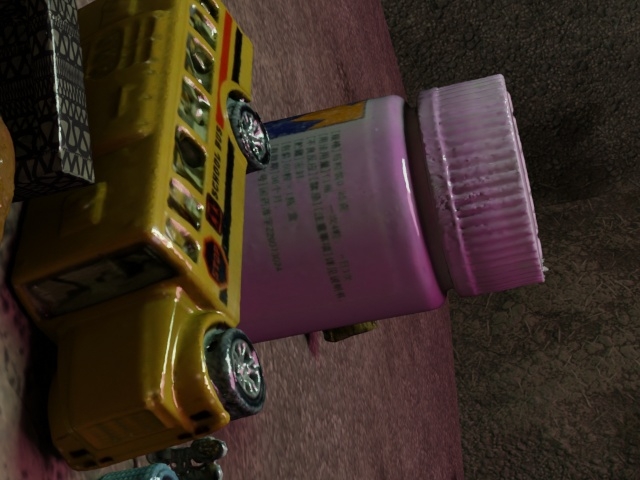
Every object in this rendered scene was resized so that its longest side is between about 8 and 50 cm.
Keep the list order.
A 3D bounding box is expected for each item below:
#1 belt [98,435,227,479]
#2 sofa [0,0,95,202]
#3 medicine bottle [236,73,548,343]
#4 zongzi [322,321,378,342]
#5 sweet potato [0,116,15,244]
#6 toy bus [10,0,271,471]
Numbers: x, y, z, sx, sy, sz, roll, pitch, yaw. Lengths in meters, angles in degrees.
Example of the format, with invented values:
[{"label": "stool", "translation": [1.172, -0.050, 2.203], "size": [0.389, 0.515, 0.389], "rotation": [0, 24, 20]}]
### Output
[{"label": "belt", "translation": [-0.091, 0.223, 0.713], "size": [0.100, 0.065, 0.179], "rotation": [-18, 99, -70]}, {"label": "sofa", "translation": [-0.165, -0.084, 0.635], "size": [0.039, 0.060, 0.118], "rotation": [25, 55, -68]}, {"label": "medicine bottle", "translation": [0.023, -0.021, 0.914], "size": [0.178, 0.290, 0.178], "rotation": [-13, 90, -79]}, {"label": "zongzi", "translation": [0.000, 0.000, 1.353], "size": [0.187, 0.084, 0.184], "rotation": [-96, 160, -58]}, {"label": "sweet potato", "translation": [-0.178, 0.012, 0.497], "size": [0.068, 0.060, 0.206], "rotation": [27, 41, -26]}, {"label": "toy bus", "translation": [-0.109, -0.027, 0.711], "size": [0.336, 0.121, 0.123], "rotation": [-91, 156, -43]}]
